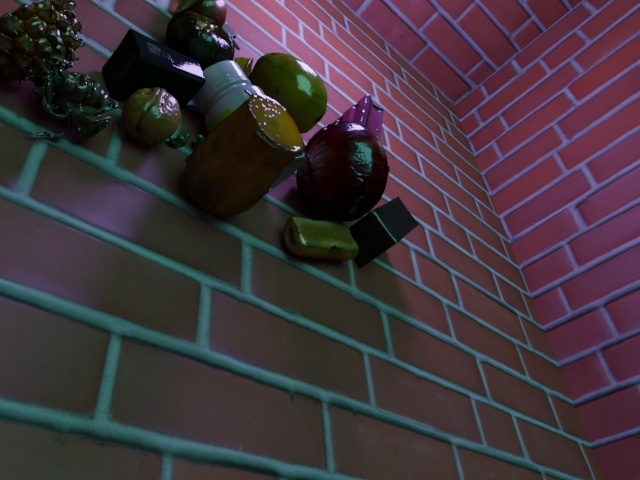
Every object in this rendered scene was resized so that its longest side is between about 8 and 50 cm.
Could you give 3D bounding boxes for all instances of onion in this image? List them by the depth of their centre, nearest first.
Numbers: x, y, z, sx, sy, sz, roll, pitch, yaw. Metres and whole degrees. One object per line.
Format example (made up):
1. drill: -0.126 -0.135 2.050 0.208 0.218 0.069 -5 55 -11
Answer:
1. onion: 0.077 -0.223 1.733 0.341 0.341 0.341 32 37 -29

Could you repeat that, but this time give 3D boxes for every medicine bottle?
1. medicine bottle: -0.227 -0.347 1.596 0.379 0.213 0.213 56 32 6

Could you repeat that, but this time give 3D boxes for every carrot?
1. carrot: -0.210 -0.212 1.363 0.224 0.340 0.224 31 38 -28

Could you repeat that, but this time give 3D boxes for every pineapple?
1. pineapple: -0.591 -0.366 1.177 0.272 0.262 0.262 58 30 -14

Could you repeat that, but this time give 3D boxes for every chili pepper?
1. chili pepper: -0.408 -0.290 1.487 0.030 0.034 0.091 21 31 13

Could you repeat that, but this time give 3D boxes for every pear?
1. pear: -0.118 -0.542 1.907 0.307 0.253 0.253 40 32 3

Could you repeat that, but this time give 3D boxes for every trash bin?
1. trash bin: -0.465 -0.465 1.459 0.225 0.165 0.115 5 54 -53

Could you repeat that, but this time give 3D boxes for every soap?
1. soap: 0.130 -0.428 2.113 0.128 0.233 0.360 42 34 -20

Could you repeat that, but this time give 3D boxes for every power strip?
1. power strip: -0.413 -0.849 2.001 0.288 0.053 0.093 52 31 -2

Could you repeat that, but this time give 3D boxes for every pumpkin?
1. pumpkin: -0.404 -0.655 1.724 0.237 0.159 0.238 31 23 -15

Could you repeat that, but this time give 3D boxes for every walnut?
1. walnut: -0.448 -0.335 1.374 0.144 0.144 0.180 34 32 -27

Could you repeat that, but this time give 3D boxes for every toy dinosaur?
1. toy dinosaur: -0.336 -0.254 1.522 0.132 0.059 0.096 7 65 -42

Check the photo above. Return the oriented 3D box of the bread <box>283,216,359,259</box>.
1. bread: 0.000 0.000 1.657 0.305 0.091 0.142 6 46 -49

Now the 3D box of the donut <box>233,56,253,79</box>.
1. donut: -0.286 -0.561 1.794 0.065 0.162 0.178 16 32 -8

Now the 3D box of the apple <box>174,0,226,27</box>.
1. apple: -0.421 -0.822 1.853 0.160 0.173 0.195 29 42 -29

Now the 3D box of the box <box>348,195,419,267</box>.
1. box: 0.217 -0.034 1.885 0.143 0.184 0.273 54 33 5
